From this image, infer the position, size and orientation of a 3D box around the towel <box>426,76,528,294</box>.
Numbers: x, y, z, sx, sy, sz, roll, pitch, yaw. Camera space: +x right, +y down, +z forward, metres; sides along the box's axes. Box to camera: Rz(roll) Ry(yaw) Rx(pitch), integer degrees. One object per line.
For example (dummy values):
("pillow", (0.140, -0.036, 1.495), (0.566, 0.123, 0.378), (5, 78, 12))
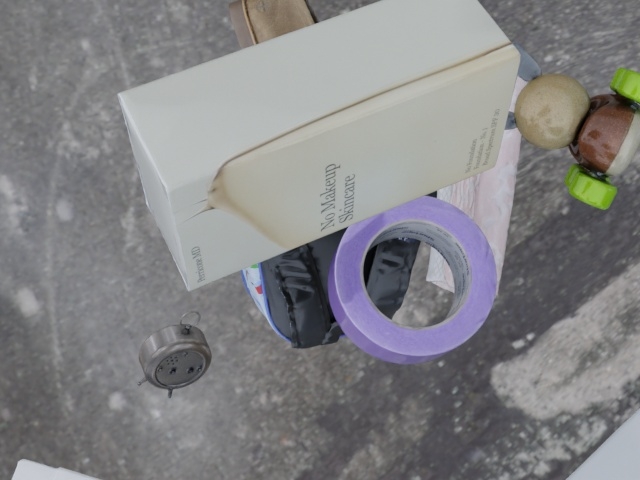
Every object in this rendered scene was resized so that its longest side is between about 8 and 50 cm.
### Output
("towel", (0.238, -0.079, 1.604), (0.317, 0.053, 0.331), (-176, 93, -82))

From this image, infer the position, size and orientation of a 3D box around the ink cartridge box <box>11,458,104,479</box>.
("ink cartridge box", (-0.440, 0.571, 1.953), (0.354, 0.207, 0.119), (19, 152, -4))

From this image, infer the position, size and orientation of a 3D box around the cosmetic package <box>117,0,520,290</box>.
("cosmetic package", (0.002, -0.092, 0.869), (0.113, 0.309, 0.160), (59, 165, 29))

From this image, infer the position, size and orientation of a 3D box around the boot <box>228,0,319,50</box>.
("boot", (-0.028, -0.220, 1.485), (0.115, 0.112, 0.305), (-19, 98, 9))

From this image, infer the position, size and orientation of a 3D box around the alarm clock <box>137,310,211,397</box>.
("alarm clock", (-0.262, 0.205, 1.884), (0.064, 0.129, 0.192), (57, 135, 45))

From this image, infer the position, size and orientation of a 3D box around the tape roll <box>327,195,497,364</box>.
("tape roll", (0.105, 0.047, 1.190), (0.189, 0.189, 0.080), (54, 167, 9))

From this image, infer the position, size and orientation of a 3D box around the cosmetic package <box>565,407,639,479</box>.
("cosmetic package", (0.229, 0.375, 0.925), (0.161, 0.453, 0.230), (33, 146, 37))

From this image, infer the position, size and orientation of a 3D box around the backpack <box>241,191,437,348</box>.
("backpack", (0.000, 0.000, 1.366), (0.213, 0.277, 0.263), (-129, 32, -62))

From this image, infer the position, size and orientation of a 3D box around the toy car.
("toy car", (0.279, -0.149, 1.194), (0.188, 0.149, 0.155), (24, 104, 4))
